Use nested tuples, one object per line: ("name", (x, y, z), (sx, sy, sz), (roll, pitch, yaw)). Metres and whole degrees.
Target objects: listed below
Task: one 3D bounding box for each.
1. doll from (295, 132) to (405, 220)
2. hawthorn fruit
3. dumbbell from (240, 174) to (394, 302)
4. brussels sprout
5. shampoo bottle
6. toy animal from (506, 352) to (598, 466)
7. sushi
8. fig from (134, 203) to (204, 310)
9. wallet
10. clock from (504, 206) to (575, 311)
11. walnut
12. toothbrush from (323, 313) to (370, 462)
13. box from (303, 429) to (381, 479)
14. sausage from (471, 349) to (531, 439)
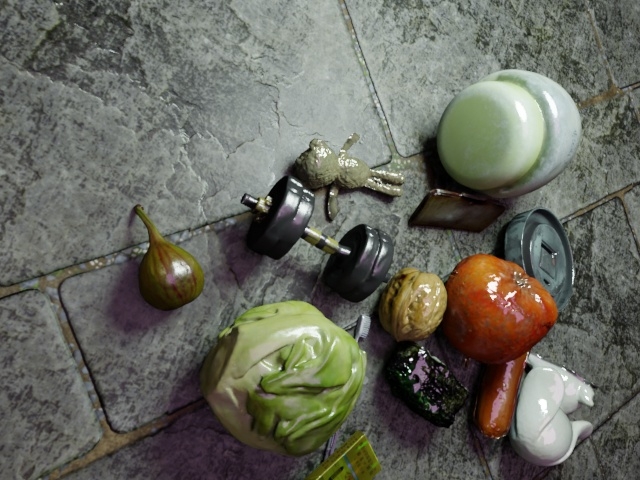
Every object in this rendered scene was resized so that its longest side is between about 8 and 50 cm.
("doll", (0.079, -0.173, 1.058), (0.286, 0.091, 0.202), (-16, 124, -14))
("hawthorn fruit", (0.423, 0.201, 1.091), (0.276, 0.276, 0.307), (16, 112, -22))
("dumbbell", (0.000, 0.000, 0.949), (0.388, 0.185, 0.185), (29, 74, -19))
("brussels sprout", (-0.063, 0.271, 0.863), (0.328, 0.247, 0.327), (4, 82, -27))
("shampoo bottle", (0.494, -0.275, 1.125), (0.318, 0.322, 0.322), (-12, 89, -36))
("toy animal", (0.641, 0.478, 1.184), (0.249, 0.174, 0.289), (28, 73, -18))
("sushi", (0.256, 0.357, 1.054), (0.225, 0.124, 0.127), (47, 68, -13))
("fig", (-0.317, 0.023, 0.855), (0.124, 0.124, 0.236), (-20, 80, -24))
("wallet", (0.376, -0.076, 1.160), (0.256, 0.137, 0.031), (6, 50, -23))
("clock", (0.648, 0.058, 1.260), (0.313, 0.061, 0.312), (7, 78, -36))
("walnut", (0.224, 0.162, 1.049), (0.155, 0.155, 0.184), (32, 77, -17))
("toothbrush", (0.066, 0.350, 1.026), (0.029, 0.024, 0.353), (21, 76, -19))
("box", (0.044, 0.543, 0.978), (0.193, 0.030, 0.121), (-34, 112, -24))
("sausage", (0.495, 0.370, 1.175), (0.102, 0.102, 0.330), (30, 74, -18))
